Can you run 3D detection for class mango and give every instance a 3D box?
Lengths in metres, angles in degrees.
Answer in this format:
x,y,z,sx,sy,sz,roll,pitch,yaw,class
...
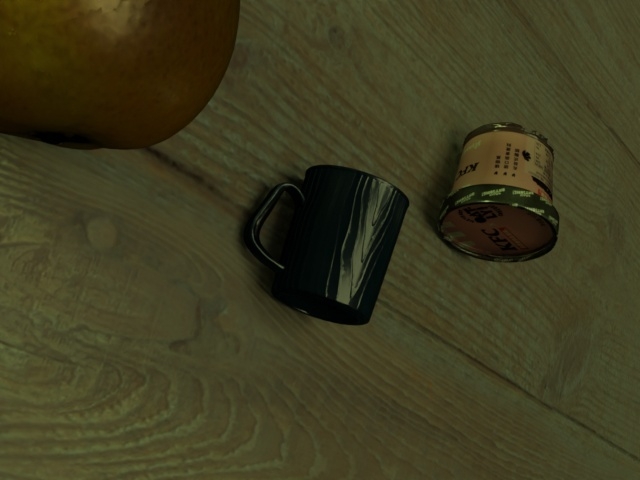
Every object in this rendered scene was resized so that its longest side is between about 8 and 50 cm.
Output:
x,y,z,sx,sy,sz,roll,pitch,yaw,class
-0.196,-0.240,0.633,0.264,0.221,0.378,-21,97,-42,mango

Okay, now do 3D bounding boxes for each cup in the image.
x,y,z,sx,sy,sz,roll,pitch,yaw,class
0.002,0.004,0.967,0.113,0.150,0.138,79,28,-71,cup

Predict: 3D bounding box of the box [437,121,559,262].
x,y,z,sx,sy,sz,roll,pitch,yaw,class
0.236,-0.065,1.196,0.151,0.151,0.135,41,53,-42,box
